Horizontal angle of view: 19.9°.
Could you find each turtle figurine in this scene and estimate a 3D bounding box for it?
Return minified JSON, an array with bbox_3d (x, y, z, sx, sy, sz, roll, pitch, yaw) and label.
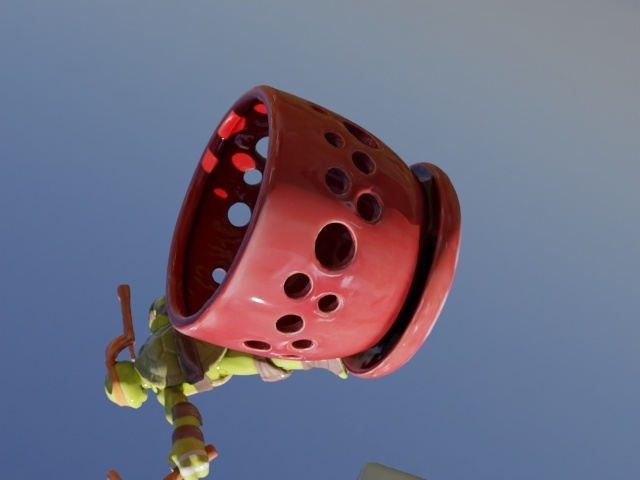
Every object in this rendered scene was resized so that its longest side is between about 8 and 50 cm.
[{"bbox_3d":[-0.095,0.085,1.517,0.269,0.217,0.087,-102,-10,-54],"label":"turtle figurine"}]

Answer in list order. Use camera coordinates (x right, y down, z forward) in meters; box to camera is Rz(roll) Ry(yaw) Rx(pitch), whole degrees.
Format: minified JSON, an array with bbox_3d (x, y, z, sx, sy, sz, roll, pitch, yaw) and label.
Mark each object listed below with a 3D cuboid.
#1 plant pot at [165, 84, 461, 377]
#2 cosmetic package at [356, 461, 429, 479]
[{"bbox_3d":[0.000,0.000,1.340,0.174,0.191,0.191,18,-167,-18],"label":"plant pot"},{"bbox_3d":[0.157,0.529,2.185,0.329,0.327,0.394,16,149,17],"label":"cosmetic package"}]
